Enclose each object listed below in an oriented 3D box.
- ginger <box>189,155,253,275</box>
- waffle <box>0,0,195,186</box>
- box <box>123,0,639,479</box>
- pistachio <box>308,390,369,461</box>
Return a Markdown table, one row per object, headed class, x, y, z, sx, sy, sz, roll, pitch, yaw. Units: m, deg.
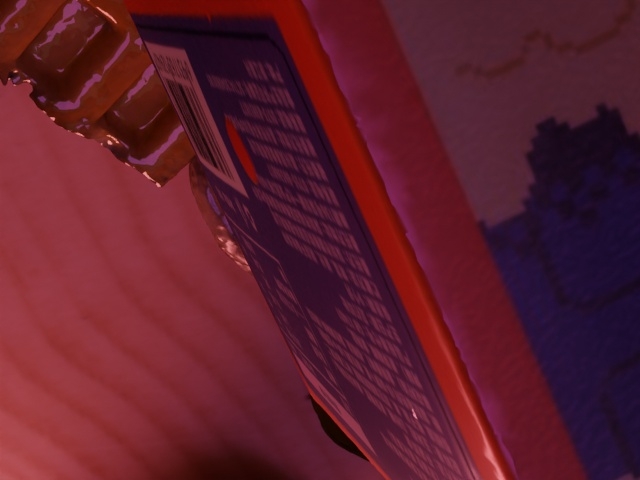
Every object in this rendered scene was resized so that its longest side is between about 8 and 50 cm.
| class | x | y | z | sx | sy | sz | roll | pitch | yaw |
| --- | --- | --- | --- | --- | --- | --- | --- | --- | --- |
| ginger | -0.003 | 0.002 | 0.801 | 0.173 | 0.051 | 0.069 | 20 | 117 | -19 |
| waffle | -0.101 | -0.170 | 0.660 | 0.248 | 0.055 | 0.221 | 35 | 110 | -29 |
| box | 0.130 | -0.054 | 0.514 | 0.318 | 0.348 | 0.257 | -26 | 105 | -10 |
| pistachio | 0.050 | 0.112 | 0.879 | 0.089 | 0.049 | 0.173 | -38 | 118 | 21 |
